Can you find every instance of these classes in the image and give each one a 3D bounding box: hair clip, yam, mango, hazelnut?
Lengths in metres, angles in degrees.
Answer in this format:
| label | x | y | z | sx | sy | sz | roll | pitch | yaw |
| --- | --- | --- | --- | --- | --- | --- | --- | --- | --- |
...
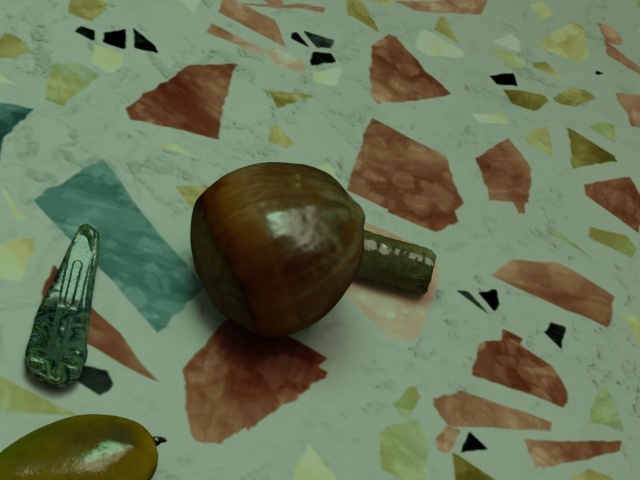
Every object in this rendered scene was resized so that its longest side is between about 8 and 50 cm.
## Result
| label | x | y | z | sx | sy | sz | roll | pitch | yaw |
| --- | --- | --- | --- | --- | --- | --- | --- | --- | --- |
| hair clip | -0.279 | 0.074 | 1.628 | 0.066 | 0.036 | 0.229 | 12 | 47 | -7 |
| yam | 0.000 | 0.000 | 1.827 | 0.300 | 0.066 | 0.066 | 16 | 40 | -7 |
| mango | -0.243 | 0.220 | 1.469 | 0.187 | 0.066 | 0.101 | -6 | 47 | -19 |
| hazelnut | -0.048 | 0.005 | 1.691 | 0.214 | 0.176 | 0.214 | -4 | 73 | 14 |
